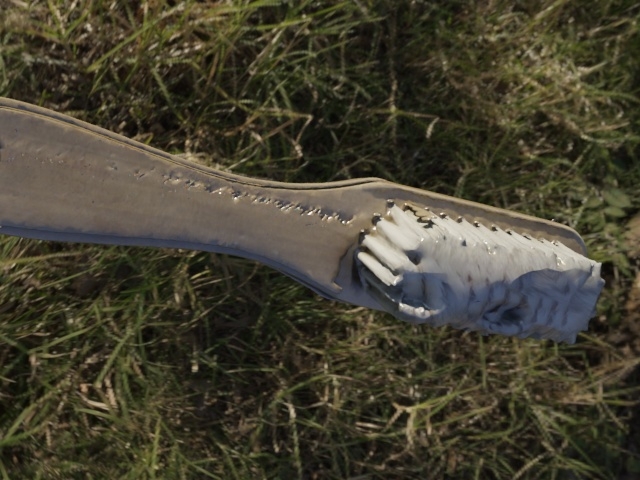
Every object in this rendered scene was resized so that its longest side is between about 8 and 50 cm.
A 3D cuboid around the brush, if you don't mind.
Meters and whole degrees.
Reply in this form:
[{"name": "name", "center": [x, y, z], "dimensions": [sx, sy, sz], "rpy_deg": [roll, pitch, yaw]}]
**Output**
[{"name": "brush", "center": [0.000, 0.000, 0.324], "dimensions": [0.327, 0.065, 0.070], "rpy_deg": [12, 99, -22]}]
